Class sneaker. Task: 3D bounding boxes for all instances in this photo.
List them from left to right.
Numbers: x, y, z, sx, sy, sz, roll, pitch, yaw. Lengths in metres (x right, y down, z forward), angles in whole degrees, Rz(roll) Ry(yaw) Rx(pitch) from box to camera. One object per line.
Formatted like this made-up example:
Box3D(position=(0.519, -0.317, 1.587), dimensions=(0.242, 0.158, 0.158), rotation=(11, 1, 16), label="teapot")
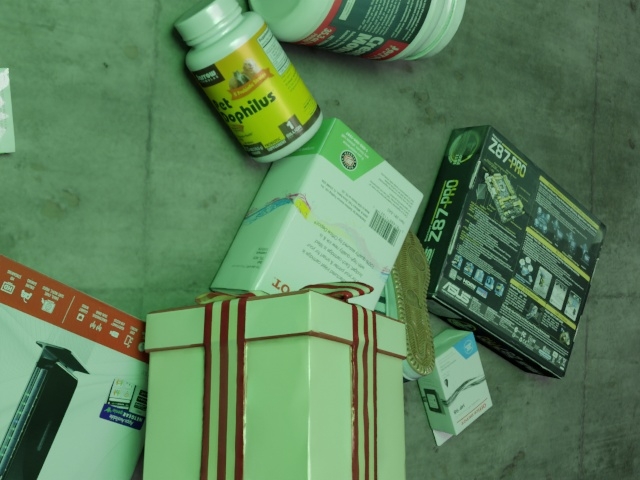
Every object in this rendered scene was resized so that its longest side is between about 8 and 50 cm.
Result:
Box3D(position=(0.087, 0.105, 1.256), dimensions=(0.099, 0.153, 0.282), rotation=(32, 41, -32), label="sneaker")

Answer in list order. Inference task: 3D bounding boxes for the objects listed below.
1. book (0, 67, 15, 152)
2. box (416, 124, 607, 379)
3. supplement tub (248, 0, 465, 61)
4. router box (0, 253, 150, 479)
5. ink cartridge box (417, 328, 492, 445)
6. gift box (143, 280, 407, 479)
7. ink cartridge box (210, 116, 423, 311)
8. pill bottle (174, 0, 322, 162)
Box3D(position=(-0.410, -0.136, 0.881), dimensions=(0.144, 0.035, 0.096), rotation=(-10, 100, -38), label="book")
Box3D(position=(0.338, 0.029, 1.445), dimensions=(0.395, 0.097, 0.318), rotation=(31, 74, -35), label="box")
Box3D(position=(0.052, -0.357, 1.146), dimensions=(0.272, 0.191, 0.191), rotation=(1, 90, -38), label="supplement tub")
Box3D(position=(-0.328, 0.190, 0.864), dimensions=(0.335, 0.082, 0.301), rotation=(37, 67, -51), label="router box")
Box3D(position=(0.228, 0.253, 1.381), dimensions=(0.104, 0.060, 0.180), rotation=(-28, 108, -36), label="ink cartridge box")
Box3D(position=(-0.045, 0.185, 0.955), dimensions=(0.276, 0.255, 0.258), rotation=(27, 59, -60), label="gift box")
Box3D(position=(0.000, 0.000, 1.157), dimensions=(0.201, 0.117, 0.278), rotation=(37, 68, -33), label="ink cartridge box")
Box3D(position=(-0.096, -0.217, 1.076), dimensions=(0.117, 0.117, 0.215), rotation=(-49, 118, -27), label="pill bottle")
